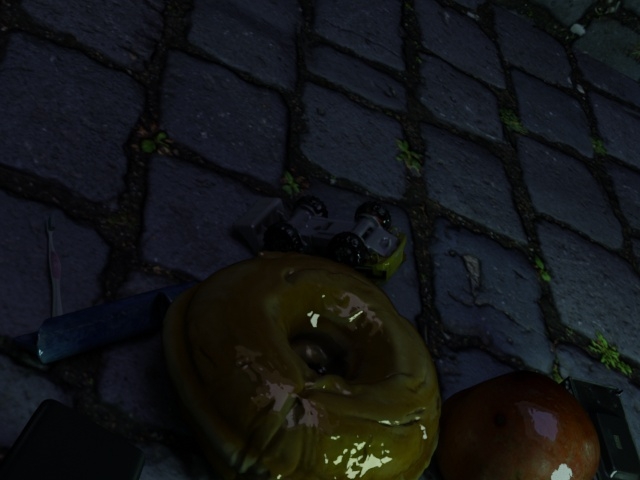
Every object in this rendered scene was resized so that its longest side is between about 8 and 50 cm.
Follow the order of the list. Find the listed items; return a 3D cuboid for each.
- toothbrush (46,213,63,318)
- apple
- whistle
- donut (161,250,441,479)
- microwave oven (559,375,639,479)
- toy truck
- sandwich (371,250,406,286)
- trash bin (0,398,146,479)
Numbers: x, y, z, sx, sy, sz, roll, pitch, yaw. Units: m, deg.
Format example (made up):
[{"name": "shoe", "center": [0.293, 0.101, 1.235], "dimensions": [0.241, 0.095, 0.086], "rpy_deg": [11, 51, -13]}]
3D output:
[{"name": "toothbrush", "center": [-0.383, 0.044, 1.602], "dimensions": [0.017, 0.022, 0.204], "rpy_deg": [10, 46, -28]}, {"name": "apple", "center": [0.290, 0.305, 1.681], "dimensions": [0.253, 0.253, 0.254], "rpy_deg": [23, 38, -19]}, {"name": "whistle", "center": [-0.288, 0.115, 1.568], "dimensions": [0.304, 0.062, 0.062], "rpy_deg": [-15, 60, -47]}, {"name": "donut", "center": [-0.018, 0.193, 1.594], "dimensions": [0.448, 0.198, 0.449], "rpy_deg": [23, 37, -18]}, {"name": "microwave oven", "center": [0.425, 0.350, 1.828], "dimensions": [0.129, 0.163, 0.205], "rpy_deg": [14, 45, -25]}, {"name": "toy truck", "center": [0.000, 0.000, 1.852], "dimensions": [0.285, 0.111, 0.136], "rpy_deg": [10, 35, 26]}, {"name": "sandwich", "center": [0.058, 0.037, 1.935], "dimensions": [0.113, 0.079, 0.163], "rpy_deg": [45, 38, 11]}, {"name": "trash bin", "center": [-0.311, 0.312, 1.284], "dimensions": [0.165, 0.115, 0.225], "rpy_deg": [32, 34, -9]}]
